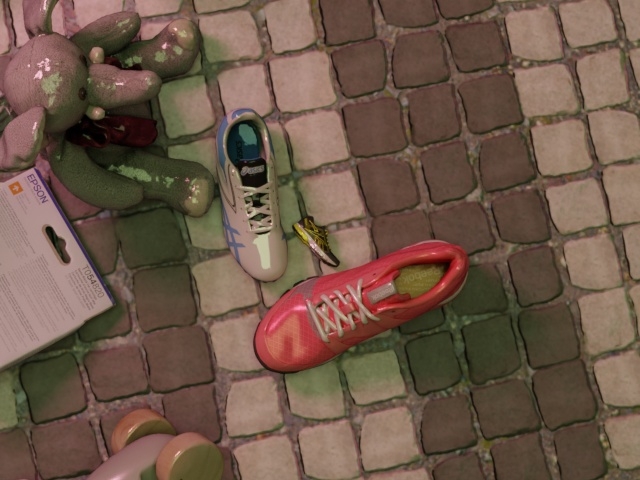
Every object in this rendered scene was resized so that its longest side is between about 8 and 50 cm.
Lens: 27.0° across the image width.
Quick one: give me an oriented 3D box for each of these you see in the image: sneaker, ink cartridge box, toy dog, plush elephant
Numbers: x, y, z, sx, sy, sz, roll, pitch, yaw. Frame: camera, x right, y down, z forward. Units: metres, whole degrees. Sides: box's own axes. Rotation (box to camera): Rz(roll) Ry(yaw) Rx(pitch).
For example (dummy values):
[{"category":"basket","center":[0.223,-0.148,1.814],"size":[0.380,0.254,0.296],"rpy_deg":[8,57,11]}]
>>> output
[{"category":"sneaker","center":[0.000,0.000,1.801],"size":[0.035,0.031,0.083],"rpy_deg":[-43,88,-10]},{"category":"ink cartridge box","center":[-0.416,0.046,1.736],"size":[0.224,0.045,0.223],"rpy_deg":[-28,86,-27]},{"category":"sneaker","center":[-0.093,-0.060,1.774],"size":[0.085,0.086,0.237],"rpy_deg":[-11,85,-8]},{"category":"toy dog","center":[-0.257,0.360,1.670],"size":[0.334,0.220,0.161],"rpy_deg":[-30,118,-1]},{"category":"plush elephant","center":[-0.294,-0.182,1.683],"size":[0.330,0.255,0.271],"rpy_deg":[2,82,-5]},{"category":"sneaker","center":[0.054,0.073,1.745],"size":[0.314,0.136,0.116],"rpy_deg":[-25,85,-8]}]
